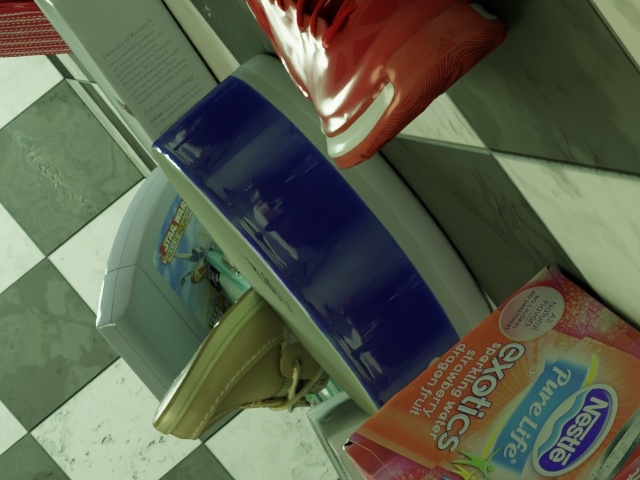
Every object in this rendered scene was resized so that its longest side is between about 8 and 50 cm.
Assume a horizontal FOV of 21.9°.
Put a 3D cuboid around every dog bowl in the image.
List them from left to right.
[{"bbox_3d":[0.000,0.000,1.183,0.265,0.104,0.265,49,173,8],"label":"dog bowl"}]

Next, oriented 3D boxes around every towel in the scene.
[{"bbox_3d":[-0.311,-0.213,1.613,0.275,0.198,0.031,10,-101,-78],"label":"towel"}]

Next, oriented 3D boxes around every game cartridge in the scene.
[{"bbox_3d":[-0.139,0.033,1.793,0.198,0.062,0.297,58,-146,-32],"label":"game cartridge"}]

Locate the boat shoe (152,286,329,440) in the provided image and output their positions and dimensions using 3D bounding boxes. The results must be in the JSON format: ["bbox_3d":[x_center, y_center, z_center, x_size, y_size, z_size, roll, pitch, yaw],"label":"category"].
[{"bbox_3d":[-0.030,0.087,1.371,0.098,0.109,0.302,42,-146,5],"label":"boat shoe"}]

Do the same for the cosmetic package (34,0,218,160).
[{"bbox_3d":[-0.165,-0.165,1.467,0.231,0.085,0.117,53,172,-36],"label":"cosmetic package"}]

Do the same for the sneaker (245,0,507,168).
[{"bbox_3d":[-0.003,-0.105,0.705,0.128,0.087,0.221,50,172,-7],"label":"sneaker"}]

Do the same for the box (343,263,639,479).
[{"bbox_3d":[0.161,0.181,0.903,0.142,0.154,0.300,42,169,51],"label":"box"}]

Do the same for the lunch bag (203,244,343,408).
[{"bbox_3d":[0.000,0.100,1.725,0.279,0.108,0.224,54,173,-27],"label":"lunch bag"}]

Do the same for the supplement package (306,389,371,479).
[{"bbox_3d":[0.085,0.175,1.343,0.139,0.134,0.244,61,175,-2],"label":"supplement package"}]
